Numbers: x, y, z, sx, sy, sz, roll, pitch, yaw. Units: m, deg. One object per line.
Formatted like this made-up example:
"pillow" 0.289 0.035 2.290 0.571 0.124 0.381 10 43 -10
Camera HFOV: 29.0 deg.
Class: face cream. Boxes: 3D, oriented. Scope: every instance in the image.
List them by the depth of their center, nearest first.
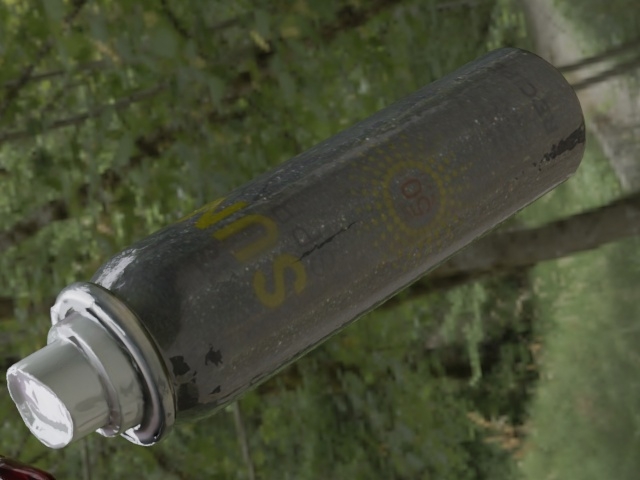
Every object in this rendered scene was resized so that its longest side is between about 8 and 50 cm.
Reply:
"face cream" 0.000 0.000 0.516 0.283 0.073 0.073 -31 -60 -33

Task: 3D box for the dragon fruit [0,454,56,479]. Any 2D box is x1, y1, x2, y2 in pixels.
"dragon fruit" -0.101 0.225 0.429 0.315 0.250 0.250 31 152 38
